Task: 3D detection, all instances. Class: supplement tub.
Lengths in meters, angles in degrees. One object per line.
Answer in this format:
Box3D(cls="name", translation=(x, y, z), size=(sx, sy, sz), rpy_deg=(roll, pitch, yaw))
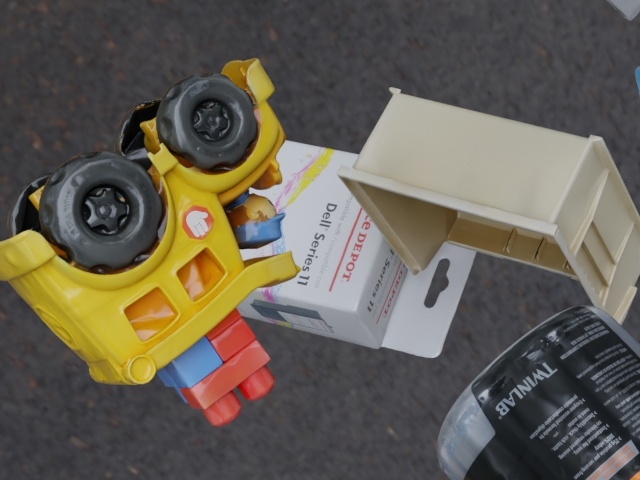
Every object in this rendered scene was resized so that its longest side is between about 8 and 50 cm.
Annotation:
Box3D(cls="supplement tub", translation=(0.275, 0.236, 1.342), size=(0.207, 0.207, 0.338), rpy_deg=(-42, 67, 0))

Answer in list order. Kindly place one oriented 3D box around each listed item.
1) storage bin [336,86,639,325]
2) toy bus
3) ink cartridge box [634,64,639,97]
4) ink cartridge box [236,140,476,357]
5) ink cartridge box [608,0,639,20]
Box3D(cls="storage bin", translation=(0.197, -0.027, 1.714), size=(0.262, 0.260, 0.123), rpy_deg=(16, 70, 33))
Box3D(cls="toy bus", translation=(-0.090, 0.010, 1.085), size=(0.220, 0.211, 0.149), rpy_deg=(-40, 9, -20))
Box3D(cls="ink cartridge box", translation=(0.288, -0.019, 0.552), size=(0.270, 0.198, 0.197), rpy_deg=(-34, 35, 29))
Box3D(cls="ink cartridge box", translation=(0.000, 0.000, 1.908), size=(0.353, 0.119, 0.207), rpy_deg=(12, 68, 24))
Box3D(cls="ink cartridge box", translation=(0.345, -0.355, 1.307), size=(0.131, 0.226, 0.306), rpy_deg=(44, 70, 5))
